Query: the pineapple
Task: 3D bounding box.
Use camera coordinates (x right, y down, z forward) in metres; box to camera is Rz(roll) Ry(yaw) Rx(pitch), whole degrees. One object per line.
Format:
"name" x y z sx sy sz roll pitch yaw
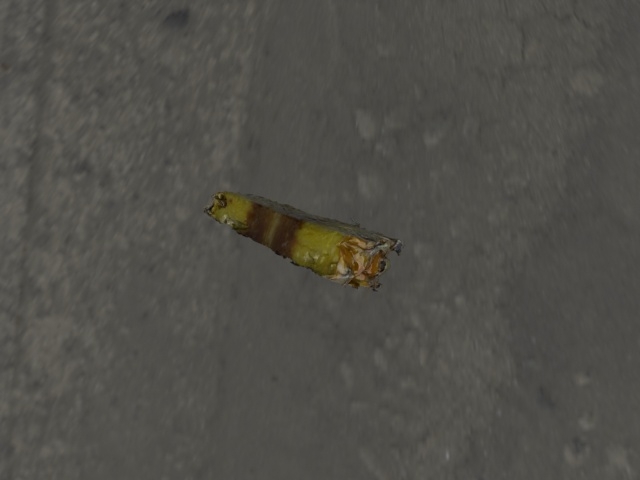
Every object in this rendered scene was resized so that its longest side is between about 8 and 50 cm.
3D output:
"pineapple" 0.000 0.000 0.590 0.045 0.083 0.019 17 93 -33
